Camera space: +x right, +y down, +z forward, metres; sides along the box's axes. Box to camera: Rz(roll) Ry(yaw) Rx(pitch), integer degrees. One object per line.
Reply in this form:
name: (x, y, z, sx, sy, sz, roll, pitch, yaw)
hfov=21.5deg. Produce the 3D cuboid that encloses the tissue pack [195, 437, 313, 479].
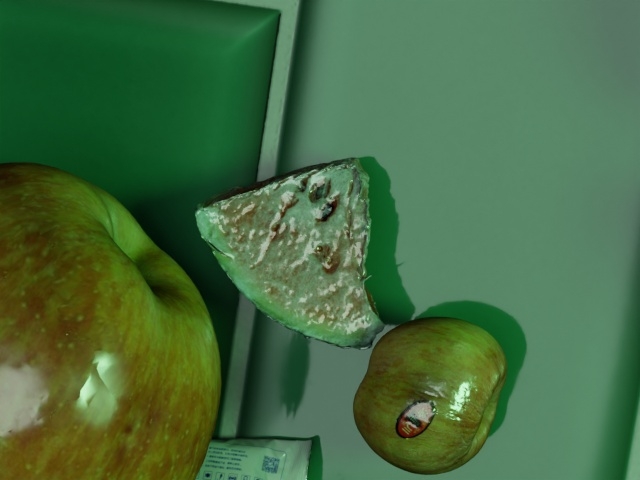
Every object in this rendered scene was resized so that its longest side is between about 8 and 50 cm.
tissue pack: (-0.108, 0.211, 1.373, 0.193, 0.026, 0.122, 4, 62, 14)

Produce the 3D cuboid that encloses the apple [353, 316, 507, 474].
apple: (0.084, 0.117, 1.293, 0.102, 0.126, 0.126, 21, 99, 17)

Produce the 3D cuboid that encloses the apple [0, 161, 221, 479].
apple: (-0.213, 0.076, 1.293, 0.309, 0.277, 0.250, 28, 85, 4)

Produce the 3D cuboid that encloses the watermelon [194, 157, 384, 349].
watermelon: (0.000, 0.000, 1.338, 0.187, 0.071, 0.139, 40, 96, 17)
